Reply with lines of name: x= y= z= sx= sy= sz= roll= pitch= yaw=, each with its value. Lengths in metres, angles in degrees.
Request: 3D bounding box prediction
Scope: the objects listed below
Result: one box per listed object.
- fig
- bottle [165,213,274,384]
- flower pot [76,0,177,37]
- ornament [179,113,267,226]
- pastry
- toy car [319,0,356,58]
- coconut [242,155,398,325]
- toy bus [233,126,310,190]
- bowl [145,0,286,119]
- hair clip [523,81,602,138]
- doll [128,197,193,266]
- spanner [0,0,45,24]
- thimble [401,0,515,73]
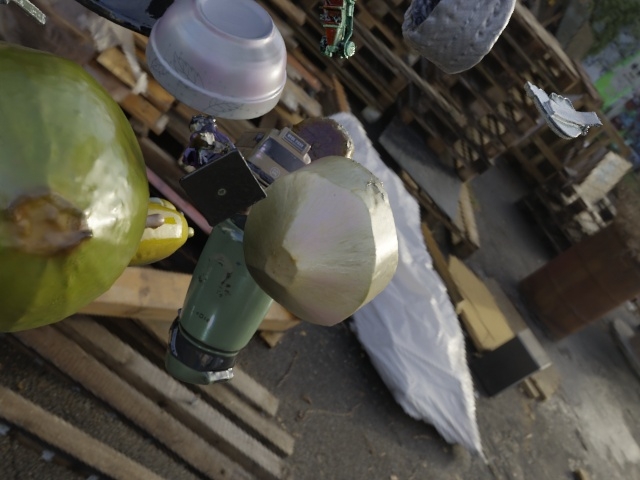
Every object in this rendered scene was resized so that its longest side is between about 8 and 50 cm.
fig: x=-0.343 y=-0.055 z=0.755 sx=0.343 sy=0.343 sz=0.343 roll=36 pitch=30 yaw=-25
bottle: x=-0.187 y=0.126 z=1.358 sx=0.169 sy=0.347 sz=0.168 roll=26 pitch=15 yaw=-7
flower pot: x=-0.395 y=-0.636 z=1.631 sx=0.380 sy=0.251 sz=0.379 roll=22 pitch=23 yaw=-10
ornament: x=-0.148 y=-0.106 z=0.922 sx=0.088 sy=0.081 sz=0.203 roll=60 pitch=-3 yaw=-38
pastry: x=-0.008 y=-0.217 z=1.763 sx=0.182 sy=0.192 sz=0.093 roll=28 pitch=-21 yaw=16
toy car: x=0.032 y=-0.430 z=1.370 sx=0.073 sy=0.143 sz=0.054 roll=15 pitch=21 yaw=29
coconut: x=0.000 y=0.000 z=1.081 sx=0.259 sy=0.259 sz=0.259 roll=36 pitch=30 yaw=-25
toy bus: x=-0.125 y=-0.167 z=1.553 sx=0.139 sy=0.157 sz=0.289 roll=36 pitch=-3 yaw=-17
bowl: x=-0.189 y=-0.389 z=1.389 sx=0.287 sy=0.143 sz=0.287 roll=15 pitch=46 yaw=-16
hair clip: x=0.580 y=-0.302 z=1.677 sx=0.220 sy=0.054 sz=0.140 roll=8 pitch=58 yaw=-36
doll: x=-0.504 y=-0.012 z=1.597 sx=0.423 sy=0.348 sz=0.161 roll=17 pitch=64 yaw=-82
spanner: x=-0.758 y=-0.606 z=1.770 sx=0.325 sy=0.026 sz=0.093 roll=-164 pitch=-106 yaw=-88
thimble: x=0.299 y=-0.503 z=1.532 sx=0.157 sy=0.245 sz=0.217 roll=27 pitch=28 yaw=-23
